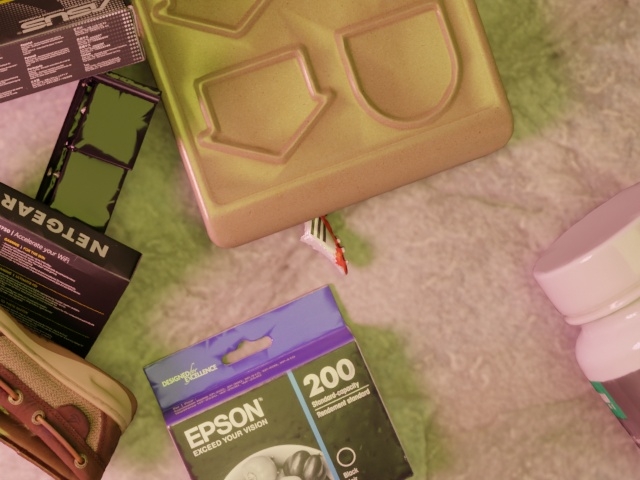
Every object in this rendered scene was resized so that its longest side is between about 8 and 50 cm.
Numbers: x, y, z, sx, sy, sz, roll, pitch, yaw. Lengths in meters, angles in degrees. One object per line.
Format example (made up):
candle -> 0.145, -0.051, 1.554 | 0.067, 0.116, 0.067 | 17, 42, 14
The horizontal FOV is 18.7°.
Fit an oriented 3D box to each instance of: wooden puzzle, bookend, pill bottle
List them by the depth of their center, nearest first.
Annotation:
bookend -> -0.211, -0.077, 1.808 | 0.072, 0.156, 0.157 | 20, 90, -9
wooden puzzle -> -0.012, -0.203, 1.866 | 0.322, 0.080, 0.348 | -20, 100, -12
pill bottle -> 0.378, 0.125, 1.881 | 0.204, 0.204, 0.361 | -38, 96, -5

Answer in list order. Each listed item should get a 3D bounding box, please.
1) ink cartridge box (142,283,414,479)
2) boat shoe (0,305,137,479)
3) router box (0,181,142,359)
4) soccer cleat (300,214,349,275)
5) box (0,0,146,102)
ink cartridge box -> -0.040, 0.177, 1.901 | 0.206, 0.045, 0.208 | -25, 95, -6
boat shoe -> -0.331, 0.125, 1.779 | 0.342, 0.123, 0.123 | 34, 62, -25
router box -> -0.274, 0.026, 1.821 | 0.179, 0.046, 0.133 | 27, 131, -9
soccer cleat -> 0.000, 0.000, 1.909 | 0.035, 0.029, 0.083 | -27, 93, 2
box -> -0.312, -0.197, 1.759 | 0.270, 0.216, 0.060 | -17, 126, -7
